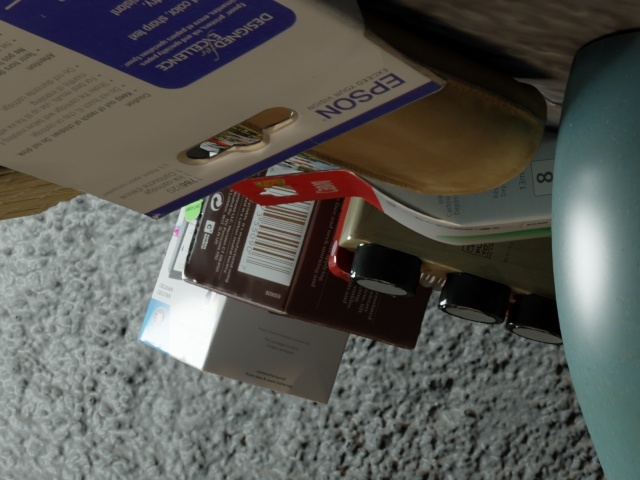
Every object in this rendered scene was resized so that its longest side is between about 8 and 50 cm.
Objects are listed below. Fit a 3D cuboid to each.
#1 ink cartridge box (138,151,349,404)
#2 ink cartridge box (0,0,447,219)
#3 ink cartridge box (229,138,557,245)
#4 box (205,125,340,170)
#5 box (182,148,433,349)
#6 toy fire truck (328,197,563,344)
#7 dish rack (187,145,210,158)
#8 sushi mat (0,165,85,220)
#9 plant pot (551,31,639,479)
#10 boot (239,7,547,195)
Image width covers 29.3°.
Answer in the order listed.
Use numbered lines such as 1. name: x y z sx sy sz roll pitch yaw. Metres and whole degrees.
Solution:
1. ink cartridge box: -0.075 0.044 1.597 0.197 0.270 0.198 20 176 -33
2. ink cartridge box: -0.125 -0.097 0.374 0.165 0.065 0.332 -22 151 36
3. ink cartridge box: 0.061 -0.021 0.818 0.224 0.056 0.181 -8 176 5
4. box: -0.052 -0.095 0.924 0.159 0.044 0.233 17 178 -21
5. box: 0.000 0.000 1.266 0.167 0.168 0.203 14 176 45
6. toy fire truck: 0.114 0.001 1.117 0.217 0.158 0.246 17 167 -10
7. dish rack: -0.291 -0.138 1.298 0.333 0.072 0.285 18 178 -39
8. sushi mat: -0.219 -0.033 0.878 0.151 0.019 0.316 -22 -178 16
9. plant pot: 0.225 0.050 0.533 0.290 0.195 0.290 17 178 1
10. boot: -0.060 -0.087 0.622 0.269 0.089 0.236 17 176 -37
